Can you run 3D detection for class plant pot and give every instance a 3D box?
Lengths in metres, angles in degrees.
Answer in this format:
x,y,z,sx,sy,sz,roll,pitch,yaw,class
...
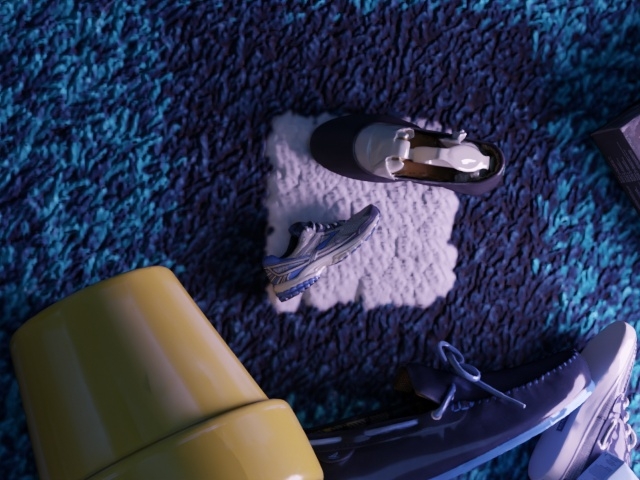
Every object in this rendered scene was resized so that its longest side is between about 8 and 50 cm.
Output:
x,y,z,sx,sy,sz,roll,pitch,yaw,class
-0.160,0.164,1.531,0.254,0.254,0.239,-24,79,-16,plant pot

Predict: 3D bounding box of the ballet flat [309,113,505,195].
x,y,z,sx,sy,sz,roll,pitch,yaw,class
0.093,-0.088,1.698,0.203,0.074,0.074,10,85,-16,ballet flat

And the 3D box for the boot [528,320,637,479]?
x,y,z,sx,sy,sz,roll,pitch,yaw,class
0.291,0.182,1.751,0.086,0.069,0.190,31,87,-20,boot

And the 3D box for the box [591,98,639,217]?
x,y,z,sx,sy,sz,roll,pitch,yaw,class
0.467,-0.050,1.804,0.242,0.076,0.307,-35,97,-15,box

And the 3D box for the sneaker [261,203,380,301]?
x,y,z,sx,sy,sz,roll,pitch,yaw,class
0.000,0.000,1.676,0.135,0.052,0.058,-38,94,-15,sneaker

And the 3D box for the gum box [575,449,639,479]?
x,y,z,sx,sy,sz,roll,pitch,yaw,class
0.274,0.331,1.717,0.184,0.041,0.157,-42,113,-7,gum box

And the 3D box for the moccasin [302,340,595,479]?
x,y,z,sx,sy,sz,roll,pitch,yaw,class
0.107,0.171,1.656,0.342,0.138,0.117,-24,90,-17,moccasin
